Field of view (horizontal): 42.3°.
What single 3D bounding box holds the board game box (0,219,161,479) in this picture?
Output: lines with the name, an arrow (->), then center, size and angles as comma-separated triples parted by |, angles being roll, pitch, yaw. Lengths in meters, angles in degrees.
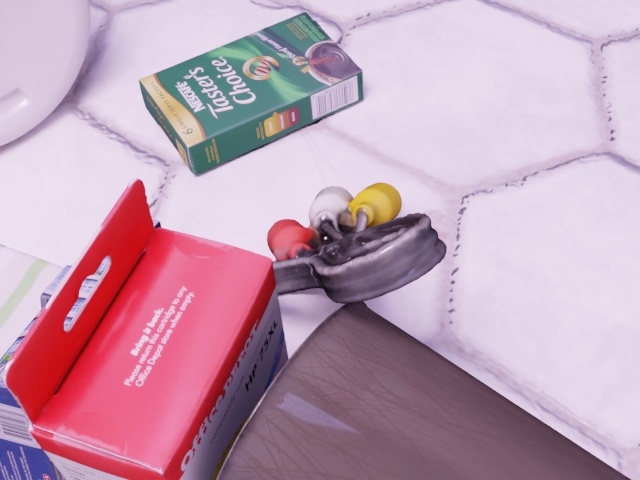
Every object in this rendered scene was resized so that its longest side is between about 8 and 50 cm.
board game box -> -0.140, 0.086, 0.538 | 0.060, 0.194, 0.194 | 11, 39, 12

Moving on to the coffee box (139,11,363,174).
coffee box -> -0.064, -0.142, 0.778 | 0.184, 0.040, 0.113 | -26, 55, -16

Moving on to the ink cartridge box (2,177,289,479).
ink cartridge box -> -0.079, 0.091, 0.474 | 0.078, 0.231, 0.134 | 14, 54, 15

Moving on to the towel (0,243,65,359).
towel -> -0.352, 0.077, 0.629 | 0.324, 0.038, 0.248 | 18, 55, 18

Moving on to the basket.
basket -> 0.079, 0.155, 0.459 | 0.226, 0.204, 0.154 | 29, 95, 16

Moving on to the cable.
cable -> 0.000, 0.000, 0.553 | 0.139, 0.287, 0.072 | -21, 91, 1

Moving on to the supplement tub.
supplement tub -> -0.386, -0.247, 0.765 | 0.228, 0.228, 0.316 | -37, 58, -22
